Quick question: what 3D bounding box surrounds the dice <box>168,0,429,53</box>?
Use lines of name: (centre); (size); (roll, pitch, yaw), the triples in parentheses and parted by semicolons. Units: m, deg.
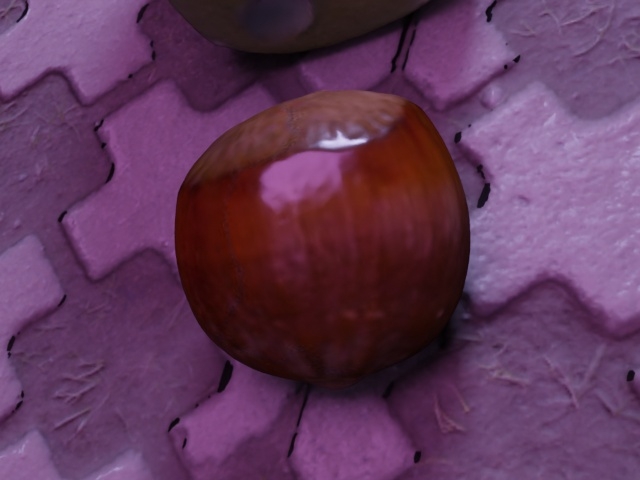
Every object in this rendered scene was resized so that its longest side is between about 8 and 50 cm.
dice: (-0.028, -0.319, 1.063); (0.249, 0.254, 0.252); (-21, 57, 15)

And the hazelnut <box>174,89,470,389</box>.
hazelnut: (0.000, 0.000, 0.921); (0.214, 0.176, 0.214); (1, 91, 24)
